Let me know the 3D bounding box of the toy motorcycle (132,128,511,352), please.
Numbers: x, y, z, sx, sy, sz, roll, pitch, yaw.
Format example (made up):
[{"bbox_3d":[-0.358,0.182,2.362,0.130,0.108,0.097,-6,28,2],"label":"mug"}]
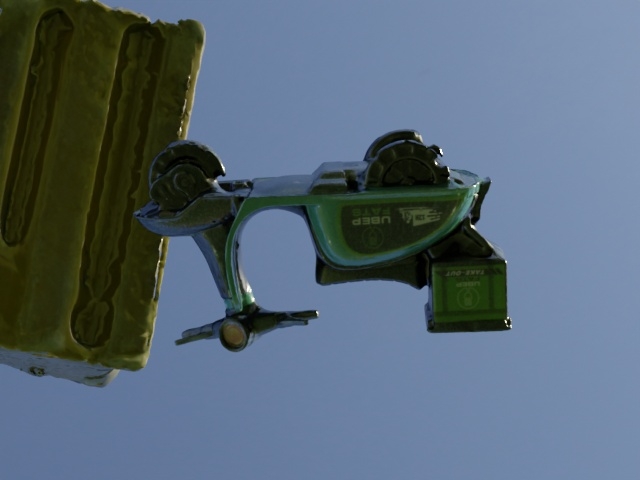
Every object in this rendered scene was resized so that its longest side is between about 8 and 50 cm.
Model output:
[{"bbox_3d":[0.000,0.000,0.671,0.173,0.058,0.100,-3,-79,1],"label":"toy motorcycle"}]

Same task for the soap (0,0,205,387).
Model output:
[{"bbox_3d":[-0.159,-0.036,0.881,0.135,0.076,0.233,14,-106,-22],"label":"soap"}]
